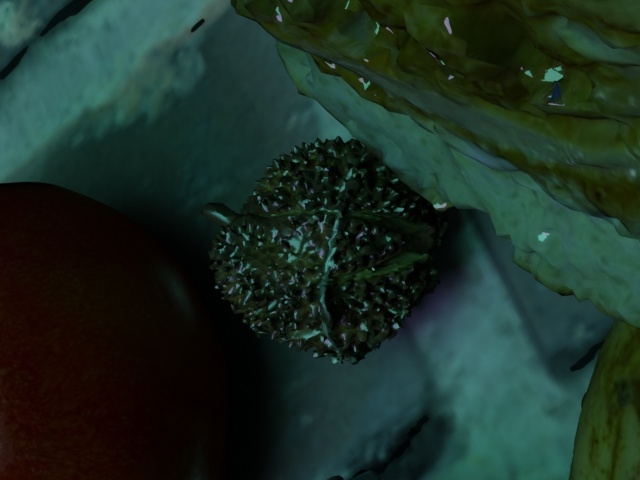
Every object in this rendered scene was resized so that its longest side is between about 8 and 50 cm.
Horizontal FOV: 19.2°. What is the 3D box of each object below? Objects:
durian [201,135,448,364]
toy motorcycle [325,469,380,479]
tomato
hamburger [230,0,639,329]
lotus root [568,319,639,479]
[{"bbox_3d":[0.000,0.000,0.666,0.091,0.080,0.080,22,105,16],"label":"durian"},{"bbox_3d":[-0.012,0.158,0.671,0.122,0.080,0.215,47,133,22],"label":"toy motorcycle"},{"bbox_3d":[-0.125,0.074,0.732,0.195,0.136,0.195,0,91,39],"label":"tomato"},{"bbox_3d":[0.116,-0.129,0.456,0.318,0.195,0.277,31,81,43],"label":"hamburger"},{"bbox_3d":[0.123,0.112,0.549,0.110,0.097,0.258,5,96,9],"label":"lotus root"}]
